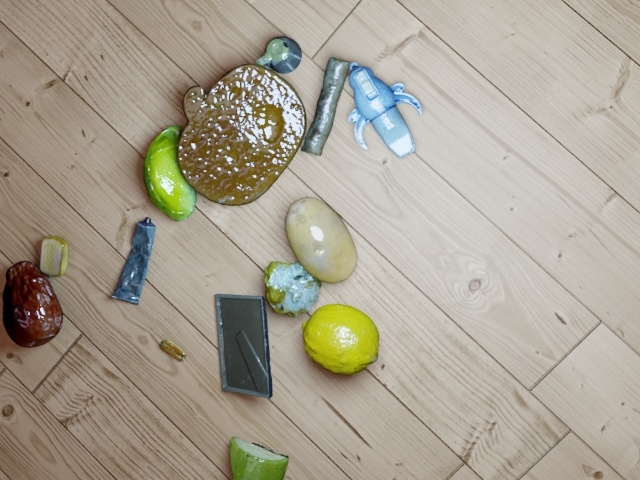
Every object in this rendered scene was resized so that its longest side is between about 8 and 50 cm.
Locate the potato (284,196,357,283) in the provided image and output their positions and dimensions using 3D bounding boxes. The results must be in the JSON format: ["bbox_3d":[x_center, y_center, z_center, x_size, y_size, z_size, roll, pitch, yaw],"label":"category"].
[{"bbox_3d":[0.000,0.000,1.712,0.150,0.146,0.234,-34,87,0],"label":"potato"}]

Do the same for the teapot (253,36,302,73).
[{"bbox_3d":[-0.108,-0.462,1.733,0.092,0.091,0.124,30,99,9],"label":"teapot"}]

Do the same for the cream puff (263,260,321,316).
[{"bbox_3d":[-0.079,0.117,1.763,0.156,0.156,0.121,16,139,10],"label":"cream puff"}]

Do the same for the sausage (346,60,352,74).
[{"bbox_3d":[0.046,-0.420,1.734,0.083,0.034,0.034,-37,86,14],"label":"sausage"}]

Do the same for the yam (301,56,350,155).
[{"bbox_3d":[0.013,-0.330,1.715,0.061,0.061,0.253,21,108,9],"label":"yam"}]

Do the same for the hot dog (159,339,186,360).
[{"bbox_3d":[-0.405,0.301,1.884,0.083,0.021,0.037,36,121,4],"label":"hot dog"}]

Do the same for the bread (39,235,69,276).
[{"bbox_3d":[-0.741,0.043,1.914,0.082,0.056,0.115,9,101,14],"label":"bread"}]

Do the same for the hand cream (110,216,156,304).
[{"bbox_3d":[-0.504,0.055,1.869,0.075,0.052,0.248,21,98,10],"label":"hand cream"}]

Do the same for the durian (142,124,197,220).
[{"bbox_3d":[-0.402,-0.174,1.813,0.139,0.101,0.250,-16,91,-23],"label":"durian"}]

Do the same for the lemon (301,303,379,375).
[{"bbox_3d":[0.051,0.248,1.714,0.193,0.180,0.181,-5,93,11],"label":"lemon"}]

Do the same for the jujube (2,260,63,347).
[{"bbox_3d":[-0.806,0.176,1.890,0.168,0.168,0.236,-26,77,12],"label":"jujube"}]

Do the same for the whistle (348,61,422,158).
[{"bbox_3d":[0.149,-0.327,1.699,0.180,0.093,0.269,-30,94,6],"label":"whistle"}]

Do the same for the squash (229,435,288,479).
[{"bbox_3d":[-0.204,0.679,1.834,0.169,0.093,0.252,20,97,7],"label":"squash"}]

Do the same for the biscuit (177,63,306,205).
[{"bbox_3d":[-0.217,-0.273,1.739,0.314,0.063,0.367,36,103,-10],"label":"biscuit"}]

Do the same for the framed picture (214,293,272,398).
[{"bbox_3d":[-0.203,0.274,1.795,0.192,0.018,0.265,0,95,43],"label":"framed picture"}]
